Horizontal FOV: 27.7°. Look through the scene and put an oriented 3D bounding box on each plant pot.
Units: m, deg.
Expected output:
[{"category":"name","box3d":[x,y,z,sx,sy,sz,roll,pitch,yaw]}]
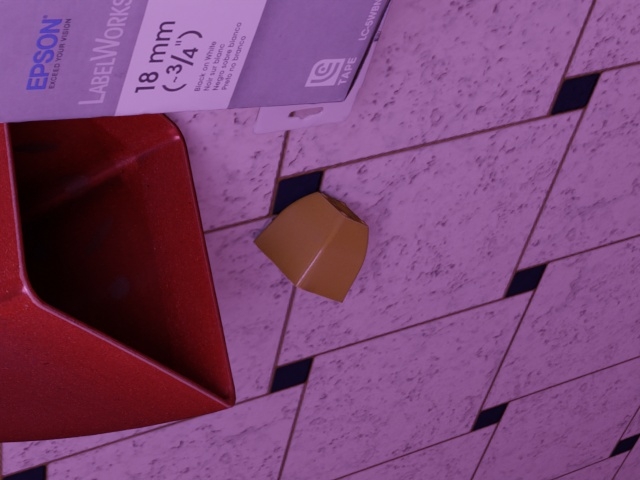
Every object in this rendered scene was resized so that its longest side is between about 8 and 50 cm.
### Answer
[{"category":"plant pot","box3d":[0.000,0.000,1.310,0.081,0.081,0.083,22,107,-51]},{"category":"plant pot","box3d":[-0.248,0.012,0.975,0.235,0.267,0.267,-23,150,16]}]

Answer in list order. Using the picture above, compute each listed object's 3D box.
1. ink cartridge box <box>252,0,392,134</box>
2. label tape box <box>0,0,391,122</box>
[{"category":"ink cartridge box","box3d":[-0.007,-0.179,1.084,0.104,0.060,0.180,-11,141,-30]},{"category":"label tape box","box3d":[-0.158,-0.186,0.736,0.333,0.241,0.106,-7,141,-32]}]
